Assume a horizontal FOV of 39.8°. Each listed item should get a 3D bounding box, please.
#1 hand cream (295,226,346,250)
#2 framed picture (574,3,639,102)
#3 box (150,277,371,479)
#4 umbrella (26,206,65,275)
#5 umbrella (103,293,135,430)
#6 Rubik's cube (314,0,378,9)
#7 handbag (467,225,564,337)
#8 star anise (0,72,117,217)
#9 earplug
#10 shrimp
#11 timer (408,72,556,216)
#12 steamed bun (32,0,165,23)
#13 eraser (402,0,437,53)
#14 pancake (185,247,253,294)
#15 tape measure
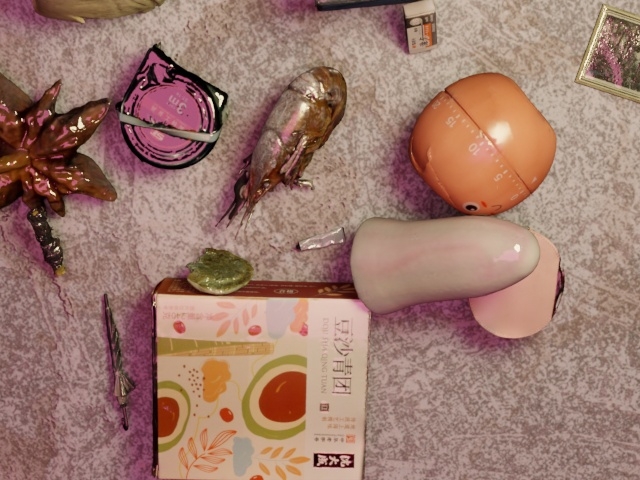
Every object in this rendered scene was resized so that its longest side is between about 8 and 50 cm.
[{"bbox_3d":[0.000,0.000,1.609,0.093,0.019,0.030,-14,100,-4],"label":"hand cream"},{"bbox_3d":[0.554,-0.317,1.544,0.183,0.011,0.142,17,101,-3],"label":"framed picture"},{"bbox_3d":[-0.107,0.252,1.605,0.385,0.122,0.345,2,101,-1],"label":"box"},{"bbox_3d":[-0.484,0.003,1.572,0.037,0.040,0.144,25,140,33],"label":"umbrella"},{"bbox_3d":[-0.374,0.230,1.642,0.044,0.044,0.269,-12,104,-29],"label":"umbrella"},{"bbox_3d":[0.081,-0.481,1.410,0.204,0.205,0.208,-7,103,1],"label":"Rubik's cube"},{"bbox_3d":[0.341,0.071,1.571,0.179,0.116,0.205,4,101,-1],"label":"handbag"},{"bbox_3d":[-0.516,-0.148,1.529,0.349,0.109,0.293,20,96,-3],"label":"star anise"},{"bbox_3d":[0.219,0.029,1.454,0.301,0.172,0.173,-8,104,38],"label":"earplug"},{"bbox_3d":[-0.065,-0.147,1.521,0.116,0.145,0.343,36,95,19],"label":"shrimp"},{"bbox_3d":[0.267,-0.155,1.464,0.215,0.230,0.230,-40,99,17],"label":"timer"},{"bbox_3d":[-0.344,-0.501,1.404,0.272,0.273,0.291,-12,106,-14],"label":"steamed bun"},{"bbox_3d":[0.168,-0.357,1.480,0.052,0.122,0.029,-11,71,4],"label":"eraser"},{"bbox_3d":[-0.176,0.054,1.559,0.116,0.129,0.023,21,123,14],"label":"pancake"},{"bbox_3d":[-0.256,-0.213,1.516,0.182,0.107,0.181,36,97,-7],"label":"tape measure"}]
